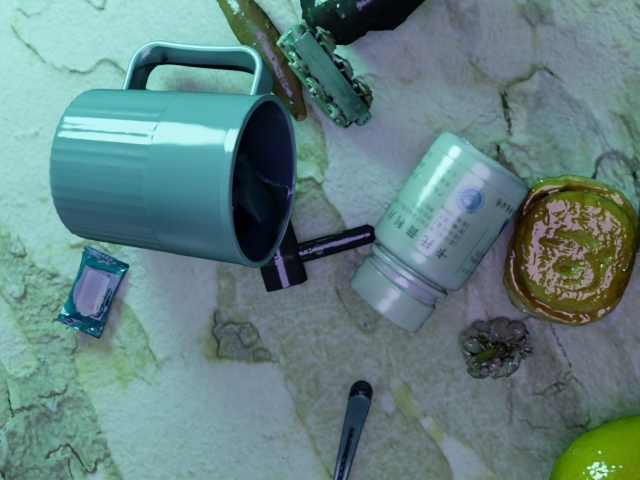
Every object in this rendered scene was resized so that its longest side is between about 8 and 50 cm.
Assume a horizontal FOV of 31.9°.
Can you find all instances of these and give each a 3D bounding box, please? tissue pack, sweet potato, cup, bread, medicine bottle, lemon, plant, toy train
[{"bbox_3d":[-0.387,0.087,1.900,0.085,0.028,0.138,23,93,1],"label":"tissue pack"},{"bbox_3d":[-0.098,-0.332,1.809,0.072,0.066,0.314,-29,89,1],"label":"sweet potato"},{"bbox_3d":[-0.224,-0.138,1.717,0.311,0.257,0.331,6,100,19],"label":"cup"},{"bbox_3d":[0.395,0.017,1.757,0.198,0.120,0.236,13,98,1],"label":"bread"},{"bbox_3d":[0.180,-0.012,1.755,0.170,0.170,0.293,35,99,2],"label":"medicine bottle"},{"bbox_3d":[0.497,0.390,1.720,0.319,0.245,0.245,-25,92,-2],"label":"lemon"},{"bbox_3d":[0.078,-0.400,1.723,0.256,0.164,0.142,-27,84,31],"label":"plant"},{"bbox_3d":[0.004,-0.259,1.749,0.081,0.125,0.194,-42,111,-7],"label":"toy train"},{"bbox_3d":[0.276,0.172,1.789,0.116,0.122,0.104,-31,80,15],"label":"plant"}]

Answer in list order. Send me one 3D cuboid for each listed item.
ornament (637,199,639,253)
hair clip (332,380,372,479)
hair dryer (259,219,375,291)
[{"bbox_3d":[0.616,-0.078,1.663,0.239,0.240,0.239,6,96,7],"label":"ornament"},{"bbox_3d":[0.048,0.350,1.866,0.039,0.070,0.230,12,104,2],"label":"hair clip"},{"bbox_3d":[0.000,0.000,1.832,0.219,0.071,0.124,-14,93,1],"label":"hair dryer"}]
